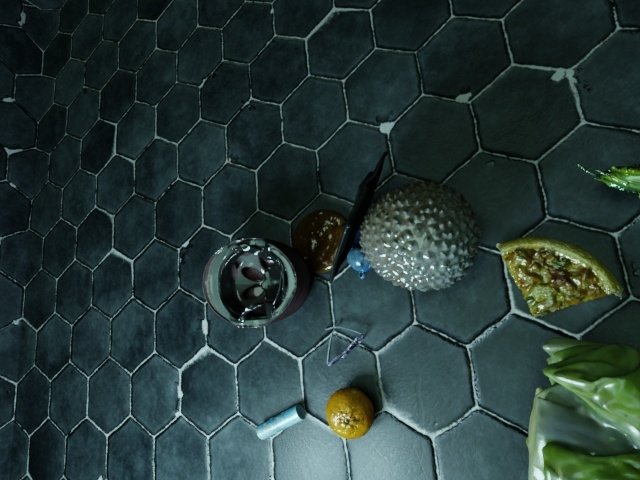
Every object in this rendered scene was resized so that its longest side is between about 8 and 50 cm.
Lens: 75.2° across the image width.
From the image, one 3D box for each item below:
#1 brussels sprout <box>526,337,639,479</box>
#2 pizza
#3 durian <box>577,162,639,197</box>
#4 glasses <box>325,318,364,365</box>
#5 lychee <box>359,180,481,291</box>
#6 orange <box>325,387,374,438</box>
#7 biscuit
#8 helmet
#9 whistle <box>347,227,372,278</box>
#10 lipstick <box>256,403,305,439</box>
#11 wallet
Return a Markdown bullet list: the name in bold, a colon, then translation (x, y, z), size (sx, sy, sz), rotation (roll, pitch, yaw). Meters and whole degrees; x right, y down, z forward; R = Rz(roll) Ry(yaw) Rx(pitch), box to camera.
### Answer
- **brussels sprout**: translation (0.582, 0.410, 0.759), size (0.360, 0.342, 0.426), rotation (6, 85, 25)
- **pizza**: translation (0.550, 0.093, 0.998), size (0.292, 0.058, 0.197), rotation (29, 94, 29)
- **durian**: translation (0.771, -0.134, 0.902), size (0.374, 0.106, 0.132), rotation (4, 84, 27)
- **glasses**: translation (0.050, 0.283, 1.213), size (0.140, 0.062, 0.104), rotation (-42, 63, 12)
- **lychee**: translation (0.247, -0.002, 1.044), size (0.299, 0.300, 0.300), rotation (-6, 77, 26)
- **orange**: translation (0.078, 0.468, 1.130), size (0.135, 0.117, 0.136), rotation (-8, 69, 23)
- **biscuit**: translation (0.000, 0.000, 1.310), size (0.212, 0.036, 0.212), rotation (-6, 77, 27)
- **helmet**: translation (-0.175, 0.125, 1.284), size (0.338, 0.197, 0.271), rotation (-9, 83, 31)
- **whistle**: translation (0.123, 0.033, 1.214), size (0.090, 0.090, 0.158), rotation (-3, 78, 27)
- **lipstick**: translation (-0.121, 0.548, 1.254), size (0.157, 0.048, 0.048), rotation (-34, 67, 18)
- **wallet**: translation (0.099, -0.070, 1.094), size (0.041, 0.247, 0.323), rotation (21, 51, 7)
